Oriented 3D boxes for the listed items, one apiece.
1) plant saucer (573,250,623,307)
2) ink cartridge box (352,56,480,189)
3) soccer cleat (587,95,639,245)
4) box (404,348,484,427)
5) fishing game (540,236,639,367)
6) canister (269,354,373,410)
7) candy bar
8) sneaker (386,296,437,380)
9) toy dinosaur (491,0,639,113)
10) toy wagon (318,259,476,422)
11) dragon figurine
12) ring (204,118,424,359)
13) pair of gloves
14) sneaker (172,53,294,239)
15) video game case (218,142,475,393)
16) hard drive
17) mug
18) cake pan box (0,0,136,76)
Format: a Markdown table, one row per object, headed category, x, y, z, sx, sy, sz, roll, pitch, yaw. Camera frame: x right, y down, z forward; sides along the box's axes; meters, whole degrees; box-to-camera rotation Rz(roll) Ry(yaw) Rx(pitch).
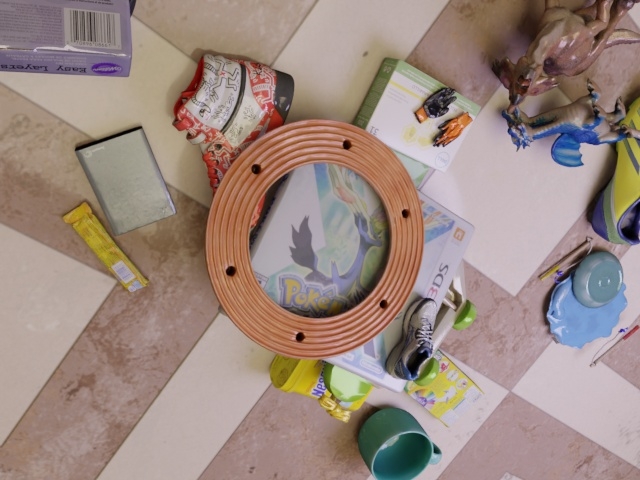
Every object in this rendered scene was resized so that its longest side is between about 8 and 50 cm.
| category | x | y | z | sx | sy | sz | roll | pitch | yaw |
| --- | --- | --- | --- | --- | --- | --- | --- | --- | --- |
| plant saucer | 0.559 | 0.081 | 1.211 | 0.120 | 0.021 | 0.119 | -4 | 102 | -17 |
| ink cartridge box | 0.124 | -0.143 | 0.962 | 0.171 | 0.056 | 0.235 | 21 | 102 | -28 |
| soccer cleat | 0.584 | -0.127 | 1.103 | 0.094 | 0.121 | 0.289 | 3 | 111 | -22 |
| box | 0.233 | 0.285 | 1.198 | 0.105 | 0.043 | 0.179 | -45 | 122 | 3 |
| fishing game | 0.543 | 0.135 | 1.252 | 0.189 | 0.041 | 0.264 | -41 | 111 | -2 |
| canister | 0.015 | 0.223 | 1.071 | 0.170 | 0.073 | 0.126 | 26 | 100 | -30 |
| candy bar | -0.308 | 0.017 | 0.888 | 0.040 | 0.018 | 0.161 | -32 | 120 | -1 |
| sneaker | 0.153 | 0.153 | 0.926 | 0.052 | 0.058 | 0.135 | 25 | 83 | -24 |
| toy dinosaur | 0.382 | -0.299 | 0.958 | 0.296 | 0.127 | 0.200 | -6 | 125 | -35 |
| toy wagon | 0.101 | 0.134 | 1.009 | 0.267 | 0.068 | 0.344 | 40 | 78 | -21 |
| dragon figurine | 0.436 | -0.181 | 1.028 | 0.289 | 0.085 | 0.144 | 14 | 151 | -32 |
| ring | 0.000 | 0.000 | 0.858 | 0.337 | 0.032 | 0.336 | -2 | 94 | -25 |
| pair of gloves | 0.188 | -0.187 | 0.930 | 0.074 | 0.010 | 0.083 | -40 | 117 | -1 |
| sneaker | -0.142 | -0.121 | 0.851 | 0.145 | 0.090 | 0.269 | 12 | 104 | -24 |
| video game case | 0.055 | 0.038 | 0.923 | 0.329 | 0.036 | 0.299 | 29 | 82 | -23 |
| hard drive | -0.271 | -0.083 | 0.856 | 0.094 | 0.022 | 0.135 | -22 | 118 | -10 |
| mug | 0.145 | 0.399 | 1.182 | 0.129 | 0.097 | 0.157 | -38 | 121 | -2 |
| cake pan box | -0.332 | -0.304 | 0.647 | 0.267 | 0.070 | 0.245 | -4 | 84 | -20 |
